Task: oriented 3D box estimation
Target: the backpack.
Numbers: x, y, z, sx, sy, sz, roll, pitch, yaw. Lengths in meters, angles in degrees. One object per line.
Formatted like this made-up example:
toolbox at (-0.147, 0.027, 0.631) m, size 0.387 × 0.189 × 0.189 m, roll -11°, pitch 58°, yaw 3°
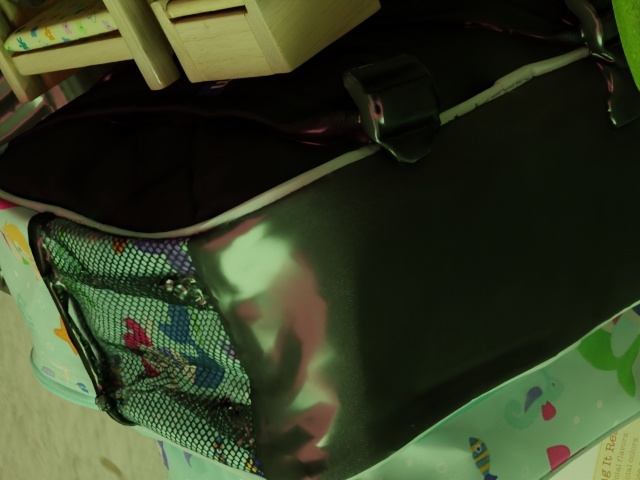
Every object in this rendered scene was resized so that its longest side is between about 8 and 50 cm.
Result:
backpack at (0.000, 0.000, 0.570) m, size 0.253 × 0.225 × 0.191 m, roll 14°, pitch 124°, yaw 50°

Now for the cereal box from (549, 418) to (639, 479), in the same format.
cereal box at (0.063, 0.127, 0.681) m, size 0.240 × 0.047 × 0.173 m, roll 15°, pitch 94°, yaw 43°

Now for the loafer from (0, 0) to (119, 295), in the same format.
loafer at (-0.179, -0.134, 0.776) m, size 0.134 × 0.130 × 0.366 m, roll -37°, pitch 83°, yaw 31°

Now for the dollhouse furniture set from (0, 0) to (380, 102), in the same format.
dollhouse furniture set at (-0.030, -0.136, 0.533) m, size 0.182 × 0.161 × 0.101 m, roll 2°, pitch 125°, yaw 53°

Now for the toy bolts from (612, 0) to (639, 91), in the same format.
toy bolts at (0.151, -0.171, 0.360) m, size 0.228 × 0.159 × 0.218 m, roll 86°, pitch 177°, yaw -52°
